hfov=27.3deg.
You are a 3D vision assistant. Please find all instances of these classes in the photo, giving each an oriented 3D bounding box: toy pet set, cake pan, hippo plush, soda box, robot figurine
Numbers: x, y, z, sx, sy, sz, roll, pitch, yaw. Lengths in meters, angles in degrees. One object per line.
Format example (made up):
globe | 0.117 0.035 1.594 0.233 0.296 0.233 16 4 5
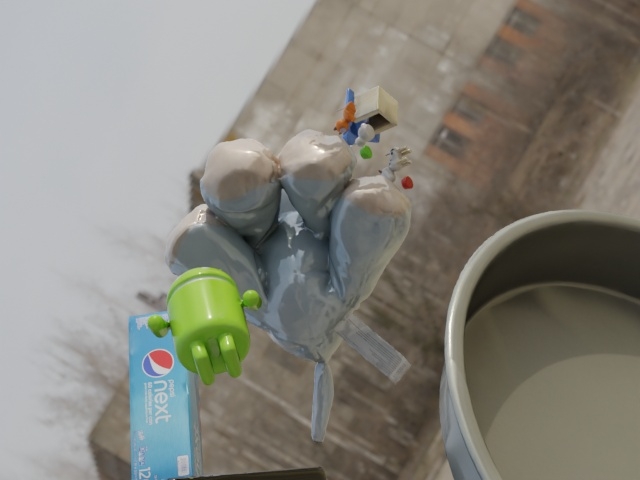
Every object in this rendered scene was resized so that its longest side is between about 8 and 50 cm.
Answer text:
toy pet set | 0.044 -0.119 1.491 0.065 0.122 0.114 -21 50 34
cake pan | 0.188 0.112 0.725 0.293 0.293 0.054 -54 -2 -47
hippo plush | 0.000 0.000 1.398 0.234 0.294 0.236 -40 6 15
soda box | -0.168 0.182 1.434 0.071 0.067 0.210 79 -176 -55
robot figurine | -0.100 0.071 1.163 0.115 0.101 0.067 -108 1 -46

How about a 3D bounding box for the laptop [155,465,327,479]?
laptop | -0.178 0.440 1.336 0.408 0.236 0.382 9 -108 -55
